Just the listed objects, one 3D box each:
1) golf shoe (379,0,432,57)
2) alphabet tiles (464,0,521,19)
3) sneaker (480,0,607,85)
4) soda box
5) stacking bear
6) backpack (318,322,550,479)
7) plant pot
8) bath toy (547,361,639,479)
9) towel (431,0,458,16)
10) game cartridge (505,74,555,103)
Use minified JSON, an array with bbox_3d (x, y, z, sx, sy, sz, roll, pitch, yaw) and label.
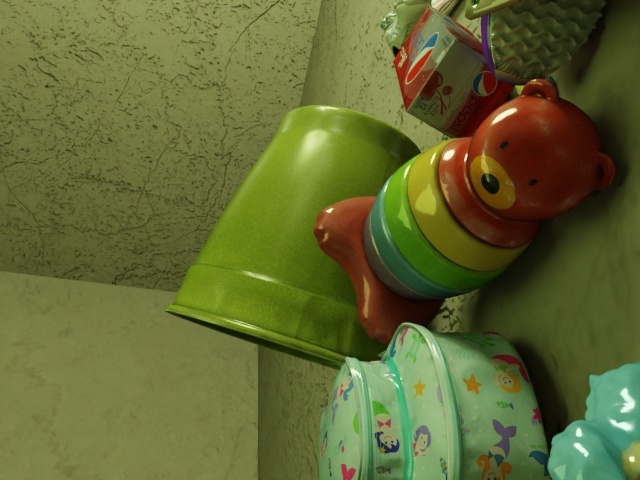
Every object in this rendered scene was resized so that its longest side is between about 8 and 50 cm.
[{"bbox_3d":[0.161,-0.381,1.027,0.176,0.069,0.085,-161,60,-82],"label":"golf shoe"},{"bbox_3d":[0.217,-0.337,0.438,0.343,0.011,0.284,2,83,55],"label":"alphabet tiles"},{"bbox_3d":[0.213,-0.286,0.584,0.146,0.102,0.293,151,130,-85],"label":"sneaker"},{"bbox_3d":[0.151,-0.207,0.699,0.092,0.084,0.263,-57,12,27],"label":"soda box"},{"bbox_3d":[0.144,-0.033,0.574,0.175,0.164,0.289,62,146,11],"label":"stacking bear"},{"bbox_3d":[0.100,0.206,0.567,0.225,0.191,0.253,-91,20,-44],"label":"backpack"},{"bbox_3d":[0.000,0.000,0.887,0.366,0.367,0.352,144,145,-75],"label":"plant pot"},{"bbox_3d":[0.219,-0.010,0.239,0.151,0.129,0.348,-100,22,-59],"label":"bath toy"},{"bbox_3d":[0.207,-0.453,0.883,0.144,0.029,0.196,129,148,-68],"label":"towel"},{"bbox_3d":[0.223,-0.164,0.625,0.083,0.017,0.056,-95,14,-51],"label":"game cartridge"}]
